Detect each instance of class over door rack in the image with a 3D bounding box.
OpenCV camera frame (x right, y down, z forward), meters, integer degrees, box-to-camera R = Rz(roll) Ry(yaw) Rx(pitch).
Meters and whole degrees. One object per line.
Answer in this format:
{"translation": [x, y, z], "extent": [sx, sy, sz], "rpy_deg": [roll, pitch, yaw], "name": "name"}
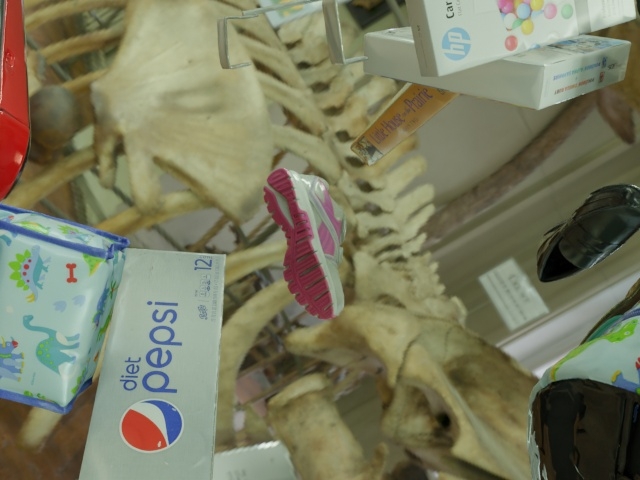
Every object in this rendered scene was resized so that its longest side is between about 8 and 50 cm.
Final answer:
{"translation": [0.068, -0.279, 0.775], "extent": [0.239, 0.324, 0.108], "rpy_deg": [18, -45, 57], "name": "over door rack"}

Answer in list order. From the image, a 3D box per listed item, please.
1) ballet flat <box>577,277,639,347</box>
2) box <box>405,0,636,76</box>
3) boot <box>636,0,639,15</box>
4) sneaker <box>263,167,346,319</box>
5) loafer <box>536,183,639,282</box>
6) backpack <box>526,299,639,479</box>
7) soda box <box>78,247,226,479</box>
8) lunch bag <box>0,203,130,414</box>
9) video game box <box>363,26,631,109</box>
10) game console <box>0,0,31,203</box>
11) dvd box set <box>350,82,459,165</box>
{"translation": [0.405, 0.093, 0.905], "extent": [0.123, 0.349, 0.123], "rpy_deg": [21, 21, -9], "name": "ballet flat"}
{"translation": [0.154, -0.225, 0.616], "extent": [0.038, 0.186, 0.145], "rpy_deg": [-142, -144, -69], "name": "box"}
{"translation": [0.346, -0.197, 0.705], "extent": [0.161, 0.083, 0.247], "rpy_deg": [-20, 110, -53], "name": "boot"}
{"translation": [0.000, 0.000, 1.250], "extent": [0.111, 0.103, 0.253], "rpy_deg": [-12, 87, -39], "name": "sneaker"}
{"translation": [0.336, -0.002, 0.963], "extent": [0.076, 0.078, 0.223], "rpy_deg": [28, -23, -2], "name": "loafer"}
{"translation": [0.257, 0.182, 0.445], "extent": [0.356, 0.273, 0.290], "rpy_deg": [55, -14, -24], "name": "backpack"}
{"translation": [-0.135, 0.136, 0.649], "extent": [0.286, 0.098, 0.091], "rpy_deg": [-95, -168, -47], "name": "soda box"}
{"translation": [-0.235, 0.042, 0.574], "extent": [0.151, 0.129, 0.096], "rpy_deg": [17, 6, -3], "name": "lunch bag"}
{"translation": [0.179, -0.187, 0.793], "extent": [0.205, 0.187, 0.048], "rpy_deg": [22, -56, 38], "name": "video game box"}
{"translation": [-0.467, -0.103, 0.904], "extent": [0.060, 0.386, 0.342], "rpy_deg": [25, 37, -46], "name": "game console"}
{"translation": [0.213, -0.284, 1.226], "extent": [0.062, 0.308, 0.420], "rpy_deg": [44, -15, -4], "name": "dvd box set"}
